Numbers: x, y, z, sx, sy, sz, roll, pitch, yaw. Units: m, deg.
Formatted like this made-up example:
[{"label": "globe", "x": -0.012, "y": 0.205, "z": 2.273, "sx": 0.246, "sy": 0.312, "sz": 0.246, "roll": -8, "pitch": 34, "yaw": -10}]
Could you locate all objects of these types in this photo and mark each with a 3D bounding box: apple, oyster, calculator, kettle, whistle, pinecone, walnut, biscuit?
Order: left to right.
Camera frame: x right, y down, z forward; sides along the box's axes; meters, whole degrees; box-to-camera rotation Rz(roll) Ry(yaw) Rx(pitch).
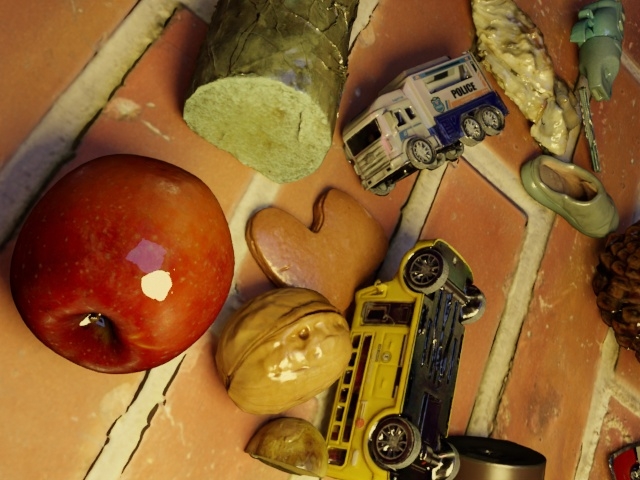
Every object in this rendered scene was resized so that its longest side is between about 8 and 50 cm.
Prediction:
[{"label": "apple", "x": -0.201, "y": 0.024, "z": 0.717, "sx": 0.218, "sy": 0.218, "sz": 0.201, "roll": 42, "pitch": 34, "yaw": -18}, {"label": "walnut", "x": -0.042, "y": 0.129, "z": 0.846, "sx": 0.180, "sy": 0.144, "sz": 0.144, "roll": -18, "pitch": 88, "yaw": -27}, {"label": "biscuit", "x": 0.000, "y": 0.000, "z": 0.966, "sx": 0.186, "sy": 0.036, "sz": 0.192, "roll": 48, "pitch": 56, "yaw": -13}, {"label": "kettle", "x": 0.229, "y": 0.400, "z": 0.959, "sx": 0.202, "sy": 0.143, "sz": 0.232, "roll": 10, "pitch": 87, "yaw": -64}, {"label": "oyster", "x": 0.389, "y": -0.322, "z": 1.265, "sx": 0.354, "sy": 0.107, "sz": 0.201, "roll": 45, "pitch": 55, "yaw": -17}, {"label": "calculator", "x": 0.530, "y": -0.218, "z": 1.359, "sx": 0.057, "sy": 0.018, "sz": 0.172, "roll": -21, "pitch": 99, "yaw": -69}, {"label": "whistle", "x": 0.565, "y": -0.393, "z": 1.393, "sx": 0.186, "sy": 0.093, "sz": 0.274, "roll": 45, "pitch": 49, "yaw": -39}, {"label": "pinecone", "x": 0.645, "y": 0.104, "z": 1.241, "sx": 0.298, "sy": 0.242, "sz": 0.296, "roll": -35, "pitch": 101, "yaw": -14}]

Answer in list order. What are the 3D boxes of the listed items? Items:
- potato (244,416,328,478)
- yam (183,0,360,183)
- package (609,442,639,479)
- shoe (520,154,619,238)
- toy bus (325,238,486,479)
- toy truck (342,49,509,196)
[{"label": "potato", "x": -0.026, "y": 0.251, "z": 0.845, "sx": 0.096, "sy": 0.103, "sz": 0.067, "roll": 28, "pitch": 67, "yaw": -27}, {"label": "yam", "x": -0.046, "y": -0.253, "z": 0.911, "sx": 0.202, "sy": 0.201, "sz": 0.272, "roll": 26, "pitch": 58, "yaw": -27}, {"label": "package", "x": 0.626, "y": 0.451, "z": 1.258, "sx": 0.269, "sy": 0.071, "sz": 0.194, "roll": -11, "pitch": 82, "yaw": -22}, {"label": "shoe", "x": 0.482, "y": -0.085, "z": 1.270, "sx": 0.250, "sy": 0.100, "sz": 0.103, "roll": 23, "pitch": 66, "yaw": -24}, {"label": "toy bus", "x": 0.110, "y": 0.166, "z": 0.918, "sx": 0.145, "sy": 0.151, "sz": 0.331, "roll": 36, "pitch": 60, "yaw": -45}, {"label": "toy truck", "x": 0.153, "y": -0.185, "z": 1.062, "sx": 0.267, "sy": 0.124, "sz": 0.155, "roll": -27, "pitch": 87, "yaw": -37}]
